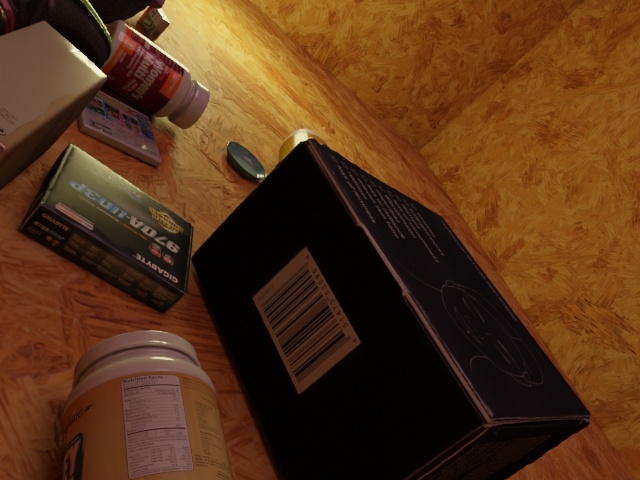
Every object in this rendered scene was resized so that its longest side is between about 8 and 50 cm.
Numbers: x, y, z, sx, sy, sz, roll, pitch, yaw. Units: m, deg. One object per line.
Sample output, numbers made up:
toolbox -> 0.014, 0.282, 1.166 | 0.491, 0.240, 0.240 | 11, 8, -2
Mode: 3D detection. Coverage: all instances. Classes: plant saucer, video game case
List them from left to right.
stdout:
video game case -> -0.364, -0.209, 1.087 | 0.157, 0.019, 0.143 | 25, 29, -45
plant saucer -> -0.177, -0.181, 1.416 | 0.119, 0.021, 0.119 | 40, 20, -18

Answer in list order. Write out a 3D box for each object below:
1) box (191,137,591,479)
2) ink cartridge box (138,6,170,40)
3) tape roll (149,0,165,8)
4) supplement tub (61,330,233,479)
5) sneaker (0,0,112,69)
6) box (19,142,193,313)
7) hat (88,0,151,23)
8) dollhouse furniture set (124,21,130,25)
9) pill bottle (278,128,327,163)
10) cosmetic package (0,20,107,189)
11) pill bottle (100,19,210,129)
box -> 0.120, 0.158, 0.979 | 0.472, 0.297, 0.480 | 19, 34, -51
ink cartridge box -> -0.435, -0.576, 1.567 | 0.029, 0.063, 0.115 | 21, 32, -56
tape roll -> -0.484, -0.663, 1.436 | 0.275, 0.090, 0.275 | 26, 3, -2
supplement tub -> -0.158, 0.198, 0.554 | 0.144, 0.144, 0.199 | 30, 26, -41
sneaker -> -0.497, -0.304, 0.831 | 0.483, 0.185, 0.202 | 5, 68, -61
box -> -0.282, -0.019, 0.844 | 0.220, 0.051, 0.175 | 38, 22, -27
hat -> -0.471, -0.578, 1.169 | 0.331, 0.134, 0.331 | 11, 54, -16
dollhouse furniture set -> -0.483, -0.552, 1.395 | 0.091, 0.081, 0.114 | 55, 21, 20
pill bottle -> -0.041, -0.199, 1.560 | 0.136, 0.136, 0.245 | 39, 21, -22
cosmetic package -> -0.384, -0.140, 0.710 | 0.113, 0.160, 0.309 | 42, 21, -18
pill bottle -> -0.336, -0.321, 1.204 | 0.221, 0.121, 0.121 | 32, 25, -37
